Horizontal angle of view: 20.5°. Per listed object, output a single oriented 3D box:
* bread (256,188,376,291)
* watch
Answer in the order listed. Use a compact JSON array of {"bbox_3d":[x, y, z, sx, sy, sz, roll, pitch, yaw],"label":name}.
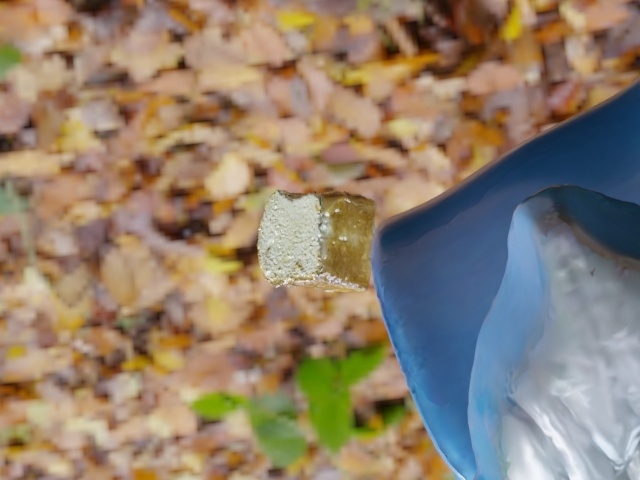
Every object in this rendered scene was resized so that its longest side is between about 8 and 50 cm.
[{"bbox_3d":[0.000,0.000,1.426,0.070,0.083,0.077,11,171,-43],"label":"bread"},{"bbox_3d":[0.110,0.056,0.588,0.241,0.274,0.305,-28,125,11],"label":"watch"}]
